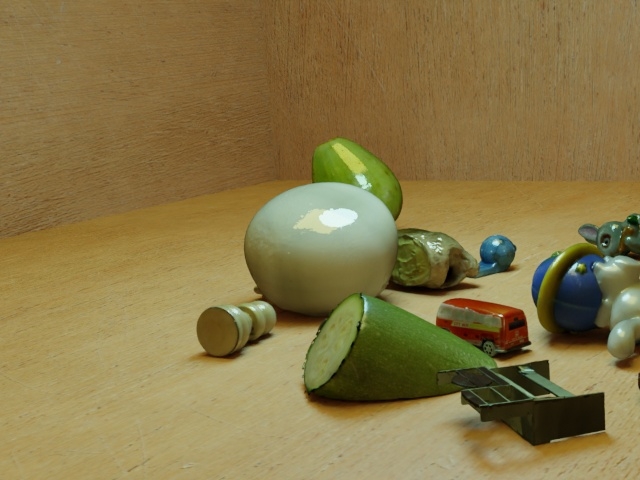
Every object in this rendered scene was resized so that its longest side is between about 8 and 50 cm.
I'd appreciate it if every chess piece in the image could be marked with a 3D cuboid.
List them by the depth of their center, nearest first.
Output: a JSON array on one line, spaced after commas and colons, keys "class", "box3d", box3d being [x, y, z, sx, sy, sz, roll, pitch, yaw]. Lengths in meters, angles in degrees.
[{"class": "chess piece", "box3d": [-0.141, 0.156, 1.618, 0.094, 0.094, 0.170, 1, 5, 31]}]

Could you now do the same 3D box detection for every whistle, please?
[{"class": "whistle", "box3d": [0.399, 0.031, 2.039, 0.157, 0.090, 0.090, -10, 12, -31]}]

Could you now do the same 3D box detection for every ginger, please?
[{"class": "ginger", "box3d": [0.238, 0.036, 1.975, 0.275, 0.130, 0.221, 11, 9, 39]}]

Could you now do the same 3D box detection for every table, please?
[{"class": "table", "box3d": [0.260, 0.212, 1.156, 0.175, 0.063, 0.146, -6, 10, -13]}]

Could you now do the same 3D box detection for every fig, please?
[{"class": "fig", "box3d": [0.098, -0.162, 2.617, 0.258, 0.326, 0.258, -28, -10, -6]}]

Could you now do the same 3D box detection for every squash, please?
[{"class": "squash", "box3d": [0.125, 0.208, 1.363, 0.260, 0.189, 0.189, 30, 1, -17]}]

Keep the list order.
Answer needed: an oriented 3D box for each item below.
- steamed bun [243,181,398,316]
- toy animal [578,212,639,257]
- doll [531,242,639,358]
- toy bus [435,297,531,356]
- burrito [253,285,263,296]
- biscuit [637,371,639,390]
[{"class": "steamed bun", "box3d": [0.000, 0.000, 1.827, 0.324, 0.206, 0.324, -4, 33, 3]}, {"class": "toy animal", "box3d": [0.728, -0.005, 2.082, 0.251, 0.127, 0.125, -14, 12, 46]}, {"class": "doll", "box3d": [0.506, 0.082, 1.502, 0.310, 0.160, 0.242, -8, 9, -38]}, {"class": "toy bus", "box3d": [0.271, 0.143, 1.494, 0.079, 0.077, 0.174, -12, 13, -36]}, {"class": "burrito", "box3d": [-0.038, 0.096, 1.936, 0.225, 0.060, 0.087, 0, 19, 15]}, {"class": "biscuit", "box3d": [0.526, 0.195, 1.174, 0.192, 0.049, 0.192, 0, 11, 0]}]
